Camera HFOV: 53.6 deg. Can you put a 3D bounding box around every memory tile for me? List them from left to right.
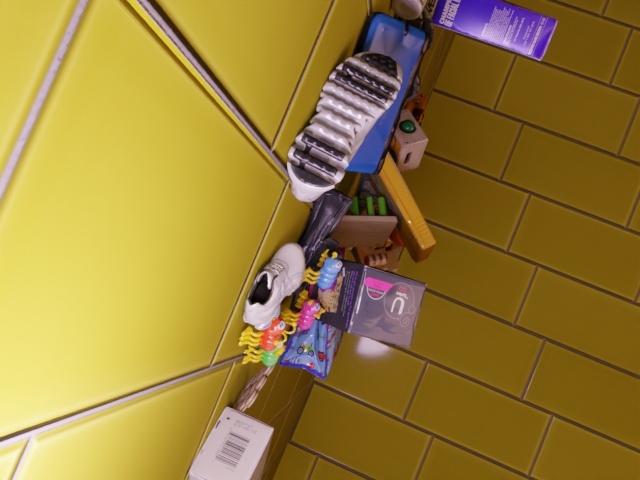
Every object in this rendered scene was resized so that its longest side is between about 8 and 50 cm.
[{"bbox_3d":[-0.143,0.310,1.309,0.113,0.012,0.148,-58,-174,-38],"label":"memory tile"}]

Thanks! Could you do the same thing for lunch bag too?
[{"bbox_3d":[0.007,0.169,1.657,0.221,0.138,0.293,-59,164,-63],"label":"lunch bag"}]

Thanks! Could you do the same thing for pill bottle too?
[{"bbox_3d":[0.193,-0.510,1.283,0.065,0.065,0.116,94,20,-65],"label":"pill bottle"}]

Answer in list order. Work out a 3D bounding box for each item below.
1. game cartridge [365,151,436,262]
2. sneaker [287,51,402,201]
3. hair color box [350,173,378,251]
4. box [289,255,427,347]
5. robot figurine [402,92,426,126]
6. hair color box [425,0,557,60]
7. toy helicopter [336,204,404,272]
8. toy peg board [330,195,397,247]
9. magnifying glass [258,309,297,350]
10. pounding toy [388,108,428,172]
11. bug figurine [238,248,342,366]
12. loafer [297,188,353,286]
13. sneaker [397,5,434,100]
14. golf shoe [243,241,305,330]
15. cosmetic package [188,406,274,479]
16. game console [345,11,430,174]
[{"bbox_3d":[0.191,-0.103,1.624,0.052,0.324,0.285,-25,169,0],"label":"game cartridge"},{"bbox_3d":[0.034,-0.186,1.029,0.292,0.110,0.118,-56,176,-20],"label":"sneaker"},{"bbox_3d":[0.173,-0.134,2.013,0.174,0.105,0.347,-58,168,-48],"label":"hair color box"},{"bbox_3d":[0.074,0.121,1.374,0.270,0.165,0.143,12,-94,61],"label":"box"},{"bbox_3d":[0.291,-0.374,2.209,0.211,0.085,0.291,101,14,-53],"label":"robot figurine"},{"bbox_3d":[0.415,-0.566,1.606,0.185,0.338,0.110,-50,159,-64],"label":"hair color box"},{"bbox_3d":[0.123,0.062,1.829,0.140,0.235,0.355,-8,-118,59],"label":"toy helicopter"},{"bbox_3d":[0.098,-0.050,1.631,0.161,0.161,0.079,110,-21,-64],"label":"toy peg board"},{"bbox_3d":[-0.095,0.205,1.468,0.231,0.026,0.092,-32,144,-73],"label":"magnifying glass"},{"bbox_3d":[0.188,-0.262,1.586,0.100,0.130,0.141,-18,151,-18],"label":"pounding toy"},{"bbox_3d":[-0.050,0.146,1.235,0.279,0.072,0.216,-45,165,-38],"label":"bug figurine"},{"bbox_3d":[0.000,0.000,1.334,0.076,0.078,0.223,-1,114,-80],"label":"loafer"},{"bbox_3d":[0.196,-0.447,1.465,0.267,0.101,0.106,97,-5,-59],"label":"sneaker"},{"bbox_3d":[-0.075,0.065,1.084,0.086,0.069,0.176,87,24,-57],"label":"golf shoe"},{"bbox_3d":[-0.193,0.501,1.305,0.310,0.113,0.160,103,12,-45],"label":"cosmetic package"},{"bbox_3d":[0.082,-0.298,1.267,0.250,0.173,0.293,0,115,-48],"label":"game console"}]
